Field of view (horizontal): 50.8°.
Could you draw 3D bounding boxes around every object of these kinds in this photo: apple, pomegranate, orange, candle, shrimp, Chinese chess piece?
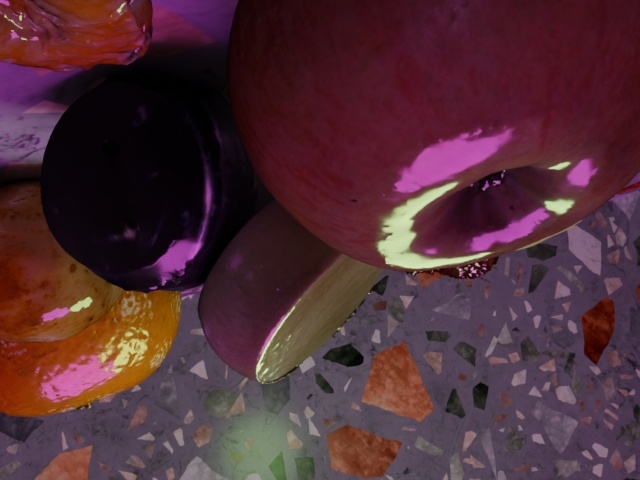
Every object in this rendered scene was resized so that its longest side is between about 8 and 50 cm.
[{"bbox_3d":[0.103,-0.121,0.507,0.345,0.269,0.345,-13,172,-2],"label":"apple"},{"bbox_3d":[-0.379,0.027,0.923,0.248,0.248,0.248,-14,172,-2],"label":"pomegranate"},{"bbox_3d":[-0.462,0.146,1.225,0.424,0.326,0.424,-12,172,-2],"label":"orange"},{"bbox_3d":[-0.119,-0.059,0.764,0.221,0.221,0.342,-18,173,26],"label":"candle"},{"bbox_3d":[-0.192,-0.171,0.409,0.164,0.062,0.317,-10,174,-10],"label":"shrimp"},{"bbox_3d":[-0.020,0.042,0.698,0.238,0.092,0.238,-43,160,-20],"label":"Chinese chess piece"}]

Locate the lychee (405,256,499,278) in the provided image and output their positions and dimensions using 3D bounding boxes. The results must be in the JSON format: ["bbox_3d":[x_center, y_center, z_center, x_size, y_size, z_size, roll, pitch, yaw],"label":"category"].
[{"bbox_3d":[0.311,-0.026,1.580,0.300,0.264,0.264,-51,166,6],"label":"lychee"}]
